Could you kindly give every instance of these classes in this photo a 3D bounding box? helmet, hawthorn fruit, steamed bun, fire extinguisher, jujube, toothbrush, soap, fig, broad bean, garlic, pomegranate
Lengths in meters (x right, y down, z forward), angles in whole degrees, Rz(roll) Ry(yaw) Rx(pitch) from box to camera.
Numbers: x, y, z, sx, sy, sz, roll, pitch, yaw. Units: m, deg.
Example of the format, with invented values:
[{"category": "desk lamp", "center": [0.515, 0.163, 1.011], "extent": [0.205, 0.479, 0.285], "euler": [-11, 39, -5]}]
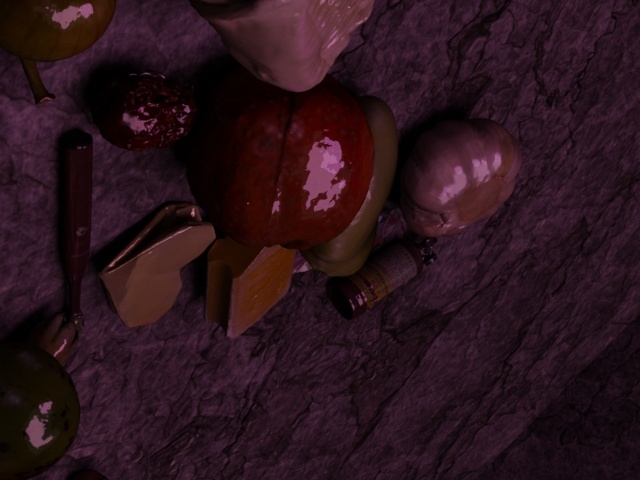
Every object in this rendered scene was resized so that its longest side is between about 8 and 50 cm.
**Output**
[{"category": "helmet", "center": [-0.382, 0.404, 2.282], "extent": [0.065, 0.049, 0.084], "euler": [-46, 155, -20]}, {"category": "hawthorn fruit", "center": [-0.055, -0.112, 1.847], "extent": [0.258, 0.258, 0.262], "euler": [-36, 137, -18]}, {"category": "steamed bun", "center": [-0.041, -0.368, 1.532], "extent": [0.339, 0.247, 0.352], "euler": [-59, 161, -11]}, {"category": "fire extinguisher", "center": [0.121, 0.044, 2.482], "extent": [0.252, 0.106, 0.075], "euler": [-34, 112, -24]}, {"category": "jujube", "center": [-0.215, -0.154, 1.720], "extent": [0.104, 0.104, 0.166], "euler": [-54, 152, 16]}, {"category": "toothbrush", "center": [0.066, -0.072, 2.278], "extent": [0.030, 0.031, 0.297], "euler": [-40, 156, 31]}, {"category": "soap", "center": [-0.103, 0.037, 2.087], "extent": [0.140, 0.073, 0.232], "euler": [-42, 161, -27]}, {"category": "toothbrush", "center": [-0.323, -0.002, 1.838], "extent": [0.041, 0.041, 0.364], "euler": [-26, 146, -32]}, {"category": "fig", "center": [-0.291, -0.250, 1.474], "extent": [0.142, 0.148, 0.186], "euler": [-52, -167, -16]}, {"category": "broad bean", "center": [0.042, -0.075, 2.069], "extent": [0.238, 0.119, 0.291], "euler": [-70, 176, -60]}, {"category": "garlic", "center": [0.224, -0.110, 2.308], "extent": [0.227, 0.152, 0.228], "euler": [-28, 152, -16]}, {"category": "pomegranate", "center": [-0.403, 0.207, 1.875], "extent": [0.202, 0.202, 0.248], "euler": [91, 23, -52]}]

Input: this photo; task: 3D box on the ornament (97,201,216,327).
[{"category": "ornament", "center": [-0.249, 0.041, 1.971], "extent": [0.180, 0.059, 0.201], "euler": [-8, 135, -54]}]

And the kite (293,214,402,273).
[{"category": "kite", "center": [0.002, 0.003, 2.285], "extent": [0.360, 0.022, 0.204], "euler": [-6, 139, -49]}]
